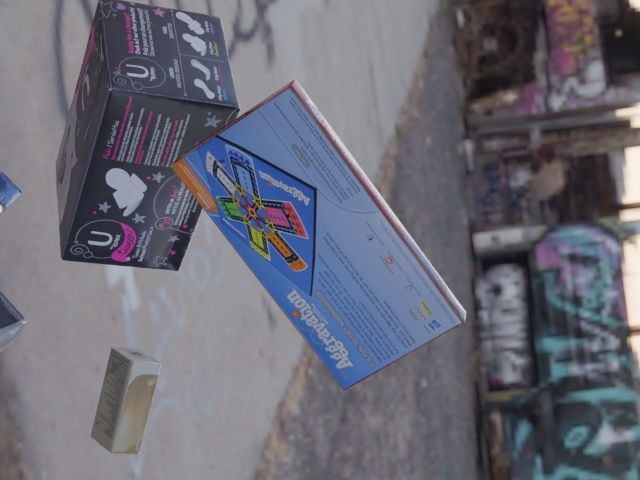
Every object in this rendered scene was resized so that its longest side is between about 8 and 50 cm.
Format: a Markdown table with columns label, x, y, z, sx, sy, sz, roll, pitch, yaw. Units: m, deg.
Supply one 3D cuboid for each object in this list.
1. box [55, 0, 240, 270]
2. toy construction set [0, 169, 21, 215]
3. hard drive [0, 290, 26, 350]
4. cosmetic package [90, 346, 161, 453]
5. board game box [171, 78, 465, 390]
| label | x | y | z | sx | sy | sz | roll | pitch | yaw |
| --- | --- | --- | --- | --- | --- | --- | --- | --- | --- |
| box | -0.197 | -0.112 | 1.504 | 0.163 | 0.142 | 0.247 | -104 | -150 | -43 |
| toy construction set | -0.438 | -0.075 | 1.273 | 0.237 | 0.309 | 0.257 | -140 | -149 | -79 |
| hard drive | -0.467 | 0.084 | 1.745 | 0.172 | 0.255 | 0.054 | 49 | 60 | -6 |
| cosmetic package | -0.230 | 0.189 | 1.643 | 0.060 | 0.041 | 0.115 | 25 | -77 | 52 |
| board game box | 0.000 | 0.000 | 1.317 | 0.281 | 0.145 | 0.027 | 53 | 19 | -14 |
